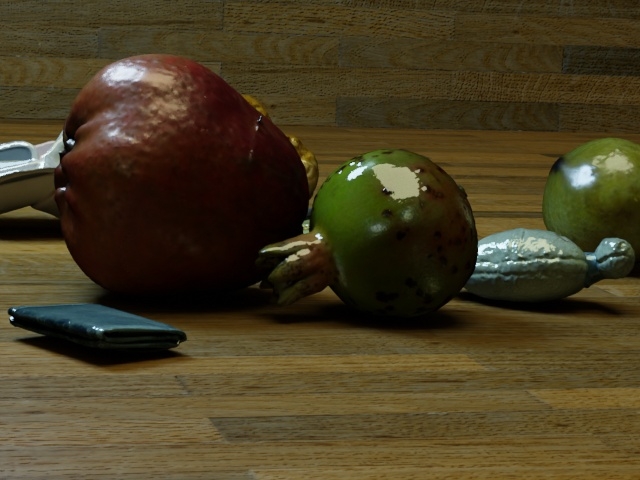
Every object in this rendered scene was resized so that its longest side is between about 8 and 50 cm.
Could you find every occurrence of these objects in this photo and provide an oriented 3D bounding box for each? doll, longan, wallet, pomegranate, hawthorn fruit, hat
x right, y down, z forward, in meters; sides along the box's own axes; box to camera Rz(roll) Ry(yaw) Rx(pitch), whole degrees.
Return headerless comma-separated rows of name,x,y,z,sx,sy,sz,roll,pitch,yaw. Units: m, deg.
doll,0.194,0.025,1.643,0.214,0.071,0.103,-3,-6,21
longan,0.322,-0.031,1.880,0.145,0.176,0.155,-38,14,28
wallet,-0.176,0.070,1.362,0.088,0.026,0.129,0,7,-44
pomegranate,0.044,0.003,1.527,0.205,0.159,0.159,-20,15,-17
hawthorn fruit,-0.115,-0.046,1.585,0.261,0.224,0.224,17,6,-11
hat,-0.303,-0.046,1.970,0.226,0.164,0.219,-38,20,-6

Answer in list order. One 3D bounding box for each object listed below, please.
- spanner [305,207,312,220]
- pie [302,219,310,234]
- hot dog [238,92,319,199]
spanner,-0.011,-0.028,1.828,0.054,0.015,0.254,5,7,23
pie,0.000,0.000,1.845,0.187,0.041,0.187,2,8,0
hot dog,-0.120,-0.093,2.021,0.158,0.117,0.349,42,-11,-18
